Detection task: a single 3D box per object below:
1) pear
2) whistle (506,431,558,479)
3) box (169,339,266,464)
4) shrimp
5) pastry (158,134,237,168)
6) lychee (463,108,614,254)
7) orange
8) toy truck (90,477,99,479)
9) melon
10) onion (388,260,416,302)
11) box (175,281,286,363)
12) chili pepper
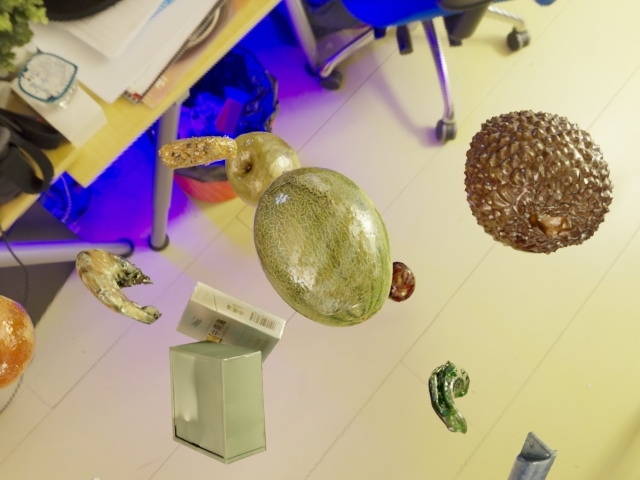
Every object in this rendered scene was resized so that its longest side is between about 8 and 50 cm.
[{"bbox_3d":[-0.149,-0.189,1.704,0.188,0.211,0.229,-37,69,25],"label":"pear"},{"bbox_3d":[0.362,0.474,1.139,0.062,0.305,0.062,5,33,-3],"label":"whistle"},{"bbox_3d":[-0.233,0.357,1.412,0.117,0.224,0.225,-4,93,-43],"label":"box"},{"bbox_3d":[-0.458,0.119,1.476,0.071,0.365,0.233,-42,79,-1],"label":"shrimp"},{"bbox_3d":[-0.221,-0.160,1.118,0.080,0.140,0.056,-19,109,-50],"label":"pastry"},{"bbox_3d":[0.388,-0.116,1.126,0.267,0.267,0.268,1,78,-6],"label":"lychee"},{"bbox_3d":[-0.737,0.223,1.374,0.223,0.170,0.224,8,107,28],"label":"orange"},{"bbox_3d":[-0.301,0.381,0.853,0.076,0.077,0.111,-9,114,-27],"label":"toy truck"},{"bbox_3d":[0.000,0.000,0.652,0.139,0.139,0.192,-23,69,-11],"label":"melon"},{"bbox_3d":[0.217,0.114,1.760,0.118,0.119,0.117,-33,39,-12],"label":"onion"},{"bbox_3d":[-0.227,0.214,1.556,0.242,0.155,0.067,24,43,-8],"label":"box"},{"bbox_3d":[0.192,0.219,0.909,0.050,0.182,0.073,-14,92,17],"label":"chili pepper"}]
